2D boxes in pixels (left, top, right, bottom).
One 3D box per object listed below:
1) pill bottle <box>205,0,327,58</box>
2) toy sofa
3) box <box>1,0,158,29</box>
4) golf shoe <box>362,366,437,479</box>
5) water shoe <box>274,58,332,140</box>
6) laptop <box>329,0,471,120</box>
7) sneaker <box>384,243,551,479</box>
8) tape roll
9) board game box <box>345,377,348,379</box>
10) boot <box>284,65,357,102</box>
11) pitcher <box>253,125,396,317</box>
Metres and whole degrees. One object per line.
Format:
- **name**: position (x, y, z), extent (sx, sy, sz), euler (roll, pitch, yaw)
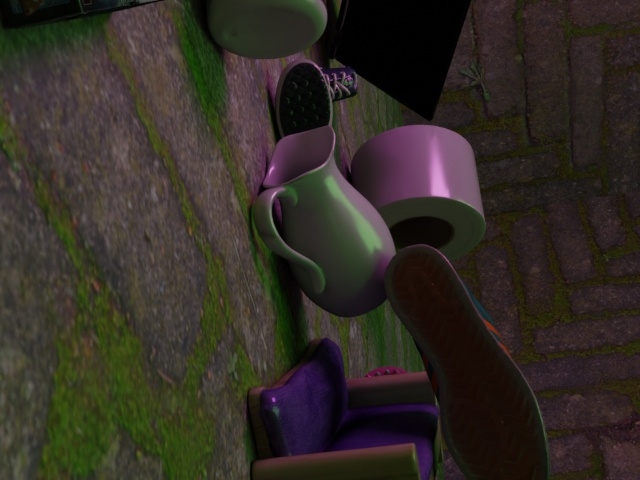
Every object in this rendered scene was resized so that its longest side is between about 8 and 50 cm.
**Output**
- **pill bottle**: position (-0.059, -0.300, 0.819), extent (0.117, 0.117, 0.215), euler (51, 32, -69)
- **toy sofa**: position (0.046, 0.207, 0.884), extent (0.362, 0.150, 0.177), euler (-8, 91, -79)
- **box**: position (-0.155, -0.246, 0.464), extent (0.159, 0.044, 0.233), euler (-68, 148, -70)
- **golf shoe**: position (0.127, 0.359, 1.303), extent (0.140, 0.115, 0.306), euler (71, 15, -56)
- **water shoe**: position (-0.023, -0.129, 1.059), extent (0.080, 0.073, 0.203), euler (-141, -137, -73)
- **laptop**: position (0.178, -0.490, 1.497), extent (0.408, 0.236, 0.382), euler (-60, 168, -57)
- **sneaker**: position (0.173, 0.147, 0.919), extent (0.121, 0.108, 0.302), euler (30, 36, -66)
- **tape roll**: position (0.181, -0.078, 1.566), extent (0.246, 0.246, 0.169), euler (66, 18, -54)
- **board game box**: position (0.031, 0.246, 1.123), extent (0.090, 0.020, 0.090), euler (-46, 126, -77)
- **boot**: position (0.003, -0.220, 1.164), extent (0.190, 0.086, 0.069), euler (-66, 146, -71)
- **pitcher**: position (0.000, 0.000, 0.940), extent (0.207, 0.125, 0.177), euler (64, 37, -26)
